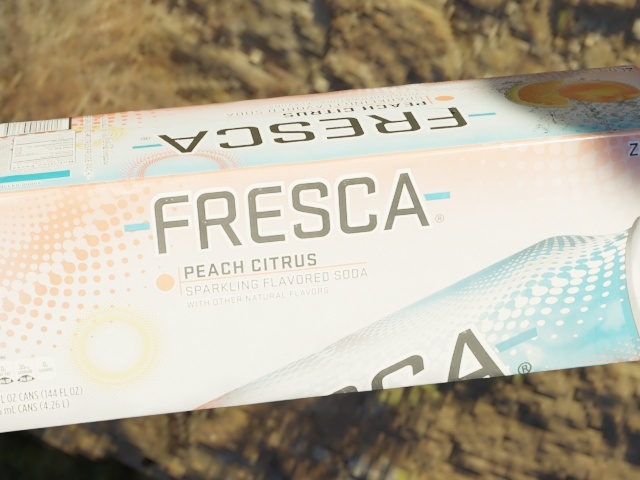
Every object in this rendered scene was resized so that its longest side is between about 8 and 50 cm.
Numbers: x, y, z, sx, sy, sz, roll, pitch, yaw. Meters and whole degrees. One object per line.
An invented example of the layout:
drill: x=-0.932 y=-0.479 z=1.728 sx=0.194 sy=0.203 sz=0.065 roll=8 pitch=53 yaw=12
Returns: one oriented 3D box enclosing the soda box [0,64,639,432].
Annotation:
soda box: x=0.000 y=0.000 z=0.426 sx=0.183 sy=0.058 sz=0.063 roll=-6 pitch=111 yaw=-5
